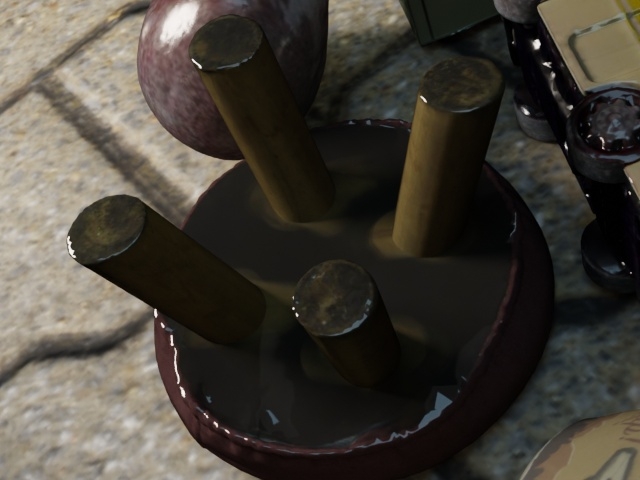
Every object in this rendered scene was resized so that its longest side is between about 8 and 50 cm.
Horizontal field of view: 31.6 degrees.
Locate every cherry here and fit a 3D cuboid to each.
[{"bbox_3d":[-0.064,-0.147,0.842,0.140,0.176,0.176,17,59,-5],"label":"cherry"}]

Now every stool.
[{"bbox_3d":[0.000,0.000,0.701,0.272,0.178,0.272,-9,54,12],"label":"stool"}]

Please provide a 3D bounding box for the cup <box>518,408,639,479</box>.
[{"bbox_3d":[0.236,0.144,0.503,0.257,0.227,0.301,13,40,43],"label":"cup"}]

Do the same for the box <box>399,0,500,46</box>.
[{"bbox_3d":[0.141,-0.299,0.902,0.225,0.117,0.225,-21,52,4],"label":"box"}]

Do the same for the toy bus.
[{"bbox_3d":[0.226,-0.086,0.703,0.179,0.143,0.305,-19,50,4],"label":"toy bus"}]
